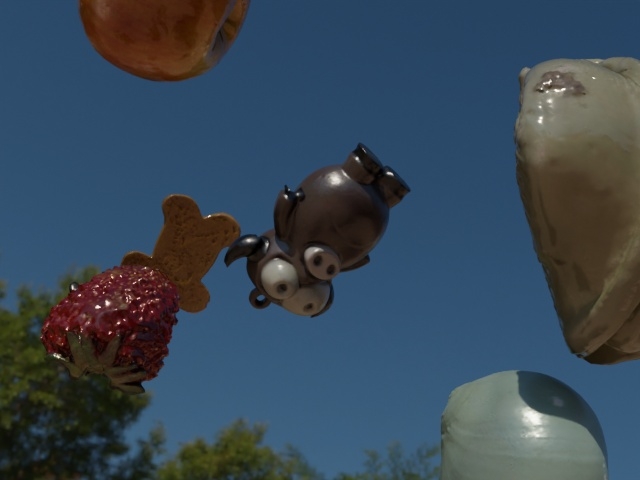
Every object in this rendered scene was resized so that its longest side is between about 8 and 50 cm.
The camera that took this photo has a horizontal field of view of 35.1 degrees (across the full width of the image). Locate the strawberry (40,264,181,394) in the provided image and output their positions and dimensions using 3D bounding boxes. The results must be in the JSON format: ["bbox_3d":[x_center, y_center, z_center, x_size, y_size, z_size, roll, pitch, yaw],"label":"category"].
[{"bbox_3d":[-0.378,0.120,1.879,0.233,0.306,0.138,15,-43,-4],"label":"strawberry"}]

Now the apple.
[{"bbox_3d":[-0.239,-0.387,1.599,0.233,0.286,0.286,31,-28,8],"label":"apple"}]

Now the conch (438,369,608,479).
[{"bbox_3d":[0.196,0.224,1.017,0.185,0.221,0.121,-35,-54,13],"label":"conch"}]

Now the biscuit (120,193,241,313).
[{"bbox_3d":[-0.325,0.069,2.162,0.216,0.340,0.047,27,-4,-24],"label":"biscuit"}]

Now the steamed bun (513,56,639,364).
[{"bbox_3d":[0.329,-0.045,1.060,0.219,0.310,0.324,-11,-77,15],"label":"steamed bun"}]

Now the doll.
[{"bbox_3d":[0.000,-0.002,1.313,0.182,0.117,0.257,37,-82,-33],"label":"doll"}]
